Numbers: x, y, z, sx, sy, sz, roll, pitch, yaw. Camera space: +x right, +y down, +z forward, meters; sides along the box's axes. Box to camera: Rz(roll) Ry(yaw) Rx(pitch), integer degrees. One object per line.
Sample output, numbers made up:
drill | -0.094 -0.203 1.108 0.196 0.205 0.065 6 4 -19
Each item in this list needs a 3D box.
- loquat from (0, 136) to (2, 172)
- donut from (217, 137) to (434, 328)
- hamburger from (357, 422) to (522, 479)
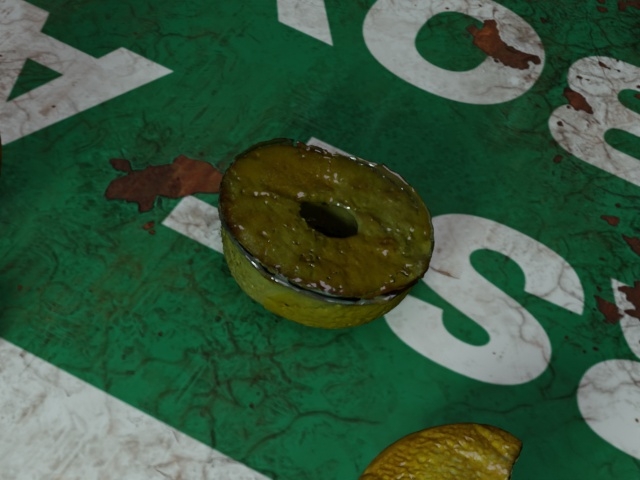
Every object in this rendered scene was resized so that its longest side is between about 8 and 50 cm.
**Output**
loquat | -0.502 -0.087 1.568 0.328 0.328 0.328 8 45 -8
donut | 0.000 0.000 1.771 0.272 0.107 0.272 9 49 -11
hamburger | 0.098 0.288 1.486 0.156 0.144 0.283 18 42 17
